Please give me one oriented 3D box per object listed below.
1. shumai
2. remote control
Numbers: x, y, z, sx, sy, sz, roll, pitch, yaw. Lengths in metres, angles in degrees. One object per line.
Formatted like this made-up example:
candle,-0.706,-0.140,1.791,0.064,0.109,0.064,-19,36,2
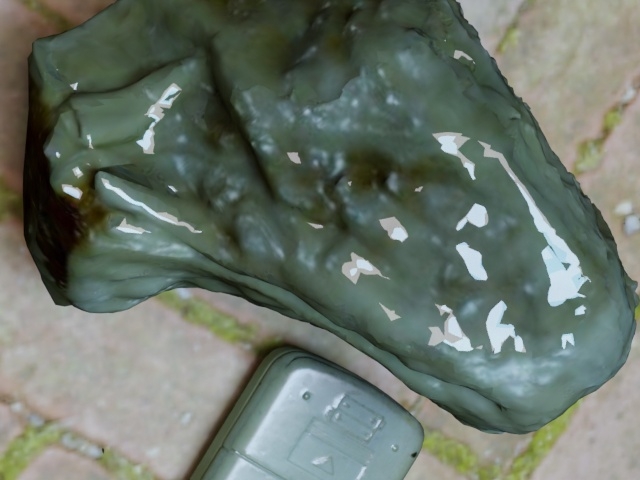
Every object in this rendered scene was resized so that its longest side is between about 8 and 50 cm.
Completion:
shumai,0.000,0.000,0.750,0.222,0.225,0.261,-38,73,-1
remote control,-0.041,0.168,0.854,0.098,0.038,0.233,32,87,-24
